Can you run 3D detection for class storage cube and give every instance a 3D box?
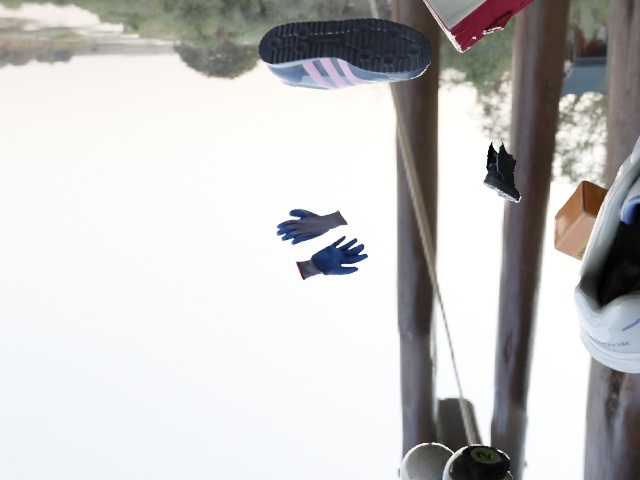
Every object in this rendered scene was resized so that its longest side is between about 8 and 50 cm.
[{"bbox_3d":[0.280,-0.501,1.395,0.183,0.215,0.193,-34,172,16],"label":"storage cube"}]

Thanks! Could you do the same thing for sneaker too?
[{"bbox_3d":[0.393,-0.143,1.560,0.051,0.089,0.170,20,179,40],"label":"sneaker"},{"bbox_3d":[0.054,-0.324,1.330,0.319,0.112,0.131,10,164,22],"label":"sneaker"},{"bbox_3d":[0.276,-0.045,0.545,0.111,0.297,0.129,20,173,34],"label":"sneaker"}]

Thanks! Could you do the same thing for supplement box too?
[{"bbox_3d":[0.427,0.011,0.964,0.233,0.078,0.080,22,-137,-4],"label":"supplement box"}]

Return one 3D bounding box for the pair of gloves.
[{"bbox_3d":[0.000,0.000,1.536,0.159,0.023,0.198,-16,-126,-19],"label":"pair of gloves"}]

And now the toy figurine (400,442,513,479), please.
[{"bbox_3d":[0.091,0.280,0.624,0.209,0.148,0.213,-36,176,-14],"label":"toy figurine"}]
